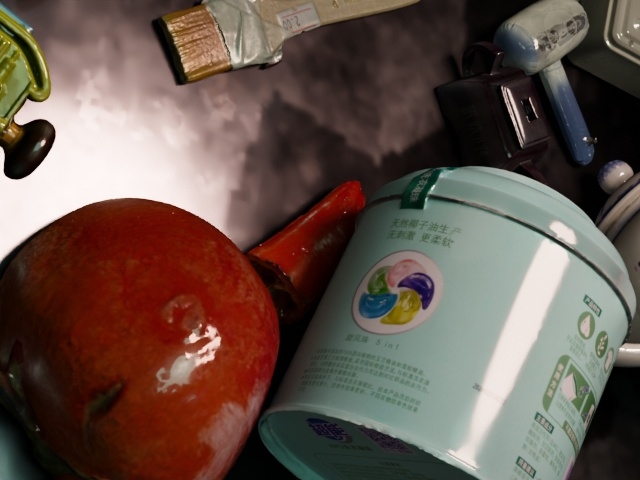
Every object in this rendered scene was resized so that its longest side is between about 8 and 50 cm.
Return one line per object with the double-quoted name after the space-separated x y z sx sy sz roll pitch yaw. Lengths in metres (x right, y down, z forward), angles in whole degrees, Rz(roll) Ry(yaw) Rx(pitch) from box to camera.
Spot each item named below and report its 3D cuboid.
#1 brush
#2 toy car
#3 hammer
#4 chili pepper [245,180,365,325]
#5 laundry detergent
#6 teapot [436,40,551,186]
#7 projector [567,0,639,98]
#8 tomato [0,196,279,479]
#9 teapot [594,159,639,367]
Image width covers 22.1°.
-0.016 -0.235 1.685 0.336 0.020 0.085 -22 93 -35 "brush"
-0.343 -0.097 1.364 0.200 0.142 0.248 42 80 -19 "toy car"
0.270 -0.174 1.846 0.116 0.069 0.194 -34 108 -34 "hammer"
-0.003 -0.003 1.626 0.169 0.065 0.088 -51 126 -35 "chili pepper"
0.132 0.103 1.547 0.287 0.287 0.305 37 64 -23 "laundry detergent"
0.200 -0.131 1.763 0.087 0.096 0.177 -20 91 -35 "teapot"
0.424 -0.254 1.939 0.256 0.099 0.192 23 69 -28 "projector"
-0.133 0.098 1.446 0.309 0.170 0.309 6 78 -33 "tomato"
0.401 0.013 1.798 0.424 0.252 0.280 -25 61 -29 "teapot"
